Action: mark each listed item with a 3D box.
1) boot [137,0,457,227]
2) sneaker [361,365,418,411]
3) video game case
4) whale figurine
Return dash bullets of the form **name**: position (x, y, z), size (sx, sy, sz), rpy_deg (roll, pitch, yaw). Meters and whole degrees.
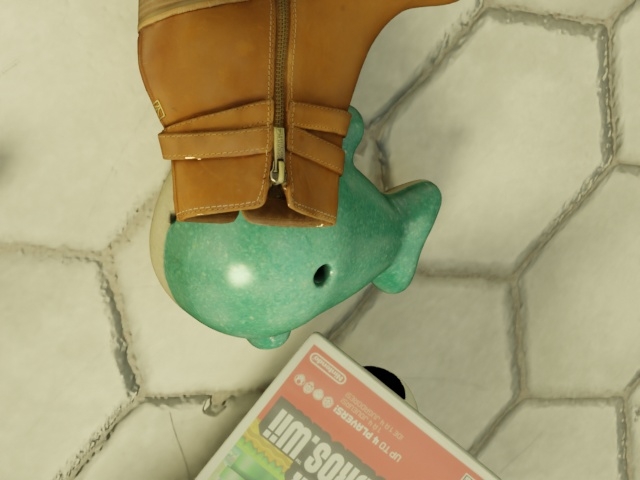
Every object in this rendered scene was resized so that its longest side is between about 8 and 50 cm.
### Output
- **boot**: position (0.004, -0.121, 1.319), size (0.283, 0.109, 0.220), rpy_deg (-2, 80, -32)
- **sneaker**: position (0.011, 0.281, 1.638), size (0.323, 0.130, 0.236), rpy_deg (-54, 143, -3)
- **video game case**: position (-0.015, 0.248, 1.501), size (0.285, 0.204, 0.025), rpy_deg (-51, 175, 1)
- **whale figurine**: position (0.000, 0.000, 1.437), size (0.272, 0.141, 0.216), rpy_deg (7, 110, -41)
